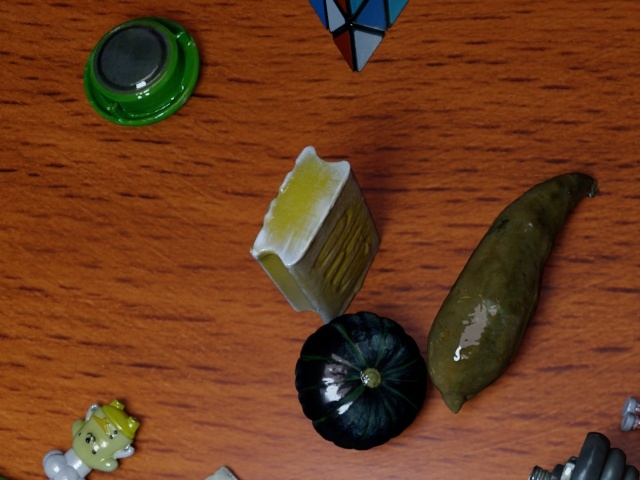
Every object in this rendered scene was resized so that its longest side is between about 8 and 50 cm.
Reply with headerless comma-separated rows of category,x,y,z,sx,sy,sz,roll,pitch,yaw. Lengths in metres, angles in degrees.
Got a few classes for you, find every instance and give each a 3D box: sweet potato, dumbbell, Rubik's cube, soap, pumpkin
sweet potato,0.268,0.050,1.433,0.130,0.130,0.422,25,71,20
dumbbell,0.452,0.374,1.236,0.406,0.179,0.179,21,76,19
Rubik's cube,0.056,-0.396,1.627,0.284,0.250,0.234,0,89,7
soap,0.000,0.000,1.422,0.089,0.274,0.173,26,77,21
pumpkin,0.058,0.196,1.405,0.194,0.150,0.194,-2,80,9

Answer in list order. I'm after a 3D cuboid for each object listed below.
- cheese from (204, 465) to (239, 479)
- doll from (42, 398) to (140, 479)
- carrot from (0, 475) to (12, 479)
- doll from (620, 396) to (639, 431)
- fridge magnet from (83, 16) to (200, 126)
cheese,-0.258,0.484,1.411,0.400,0.034,0.085,-42,71,-12
doll,-0.344,0.313,1.497,0.162,0.062,0.106,-46,63,-5
carrot,-0.463,0.388,1.494,0.358,0.074,0.074,15,74,14
doll,0.494,0.240,1.338,0.180,0.079,0.094,1,45,26
fridge magnet,-0.306,-0.291,1.699,0.208,0.088,0.208,-4,69,11
